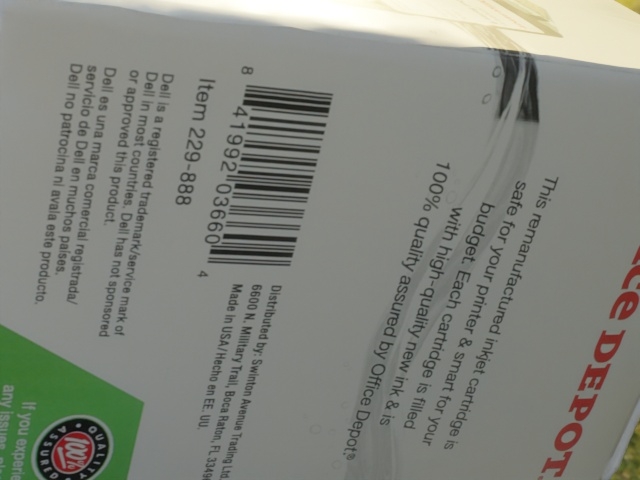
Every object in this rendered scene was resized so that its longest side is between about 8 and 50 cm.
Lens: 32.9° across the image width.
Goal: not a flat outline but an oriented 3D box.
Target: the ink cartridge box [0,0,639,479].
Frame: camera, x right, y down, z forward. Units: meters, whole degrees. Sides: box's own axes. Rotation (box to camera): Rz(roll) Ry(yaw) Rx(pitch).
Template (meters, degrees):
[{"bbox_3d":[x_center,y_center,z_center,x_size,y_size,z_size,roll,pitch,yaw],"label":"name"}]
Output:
[{"bbox_3d":[0.000,0.000,0.435,0.121,0.289,0.211,-124,44,-53],"label":"ink cartridge box"}]
